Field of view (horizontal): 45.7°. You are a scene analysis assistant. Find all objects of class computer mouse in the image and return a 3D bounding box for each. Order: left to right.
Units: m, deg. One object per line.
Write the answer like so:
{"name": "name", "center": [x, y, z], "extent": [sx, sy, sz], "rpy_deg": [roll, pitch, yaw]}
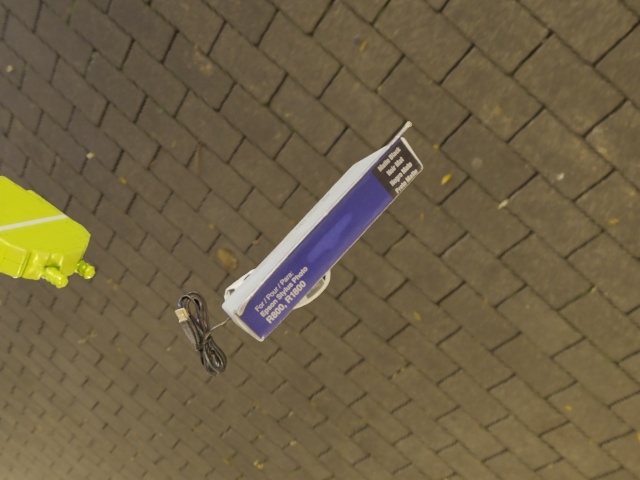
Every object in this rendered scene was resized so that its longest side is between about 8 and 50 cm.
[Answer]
{"name": "computer mouse", "center": [-0.075, 0.074, 0.921], "extent": [0.106, 0.193, 0.042], "rpy_deg": [60, 178, -2]}

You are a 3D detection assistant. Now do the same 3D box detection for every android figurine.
{"name": "android figurine", "center": [-0.437, -0.021, 1.051], "extent": [0.272, 0.248, 0.056], "rpy_deg": [32, 106, 8]}

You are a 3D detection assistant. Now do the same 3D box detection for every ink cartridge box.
{"name": "ink cartridge box", "center": [0.000, 0.000, 0.724], "extent": [0.045, 0.223, 0.224], "rpy_deg": [44, 171, -4]}
